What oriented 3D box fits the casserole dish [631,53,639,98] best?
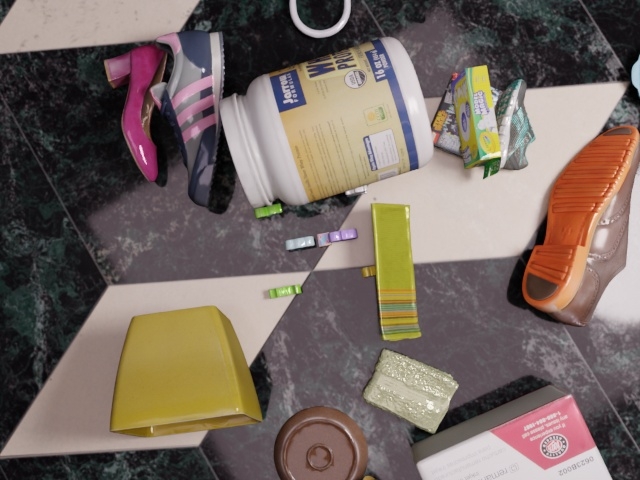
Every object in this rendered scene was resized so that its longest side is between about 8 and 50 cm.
[{"bbox_3d":[0.638,-0.286,1.413,0.188,0.037,0.114,1,86,3],"label":"casserole dish"}]

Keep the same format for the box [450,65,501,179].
[{"bbox_3d":[0.265,-0.195,1.365,0.043,0.105,0.179,-11,87,-5],"label":"box"}]

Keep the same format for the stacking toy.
[{"bbox_3d":[0.000,0.000,1.423,0.221,0.052,0.167,-13,86,3],"label":"stacking toy"}]

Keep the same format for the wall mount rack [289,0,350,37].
[{"bbox_3d":[0.045,-0.546,1.416,0.304,0.130,0.350,-1,87,3],"label":"wall mount rack"}]

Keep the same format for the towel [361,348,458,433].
[{"bbox_3d":[0.157,0.262,1.410,0.148,0.027,0.110,25,87,4],"label":"towel"}]

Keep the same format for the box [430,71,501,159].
[{"bbox_3d":[0.253,-0.220,1.434,0.094,0.027,0.137,22,88,5],"label":"box"}]

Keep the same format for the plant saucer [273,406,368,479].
[{"bbox_3d":[0.000,0.379,1.411,0.168,0.029,0.168,0,87,3],"label":"plant saucer"}]

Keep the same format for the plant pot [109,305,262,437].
[{"bbox_3d":[-0.225,0.221,1.356,0.212,0.212,0.187,-8,72,3],"label":"plant pot"}]

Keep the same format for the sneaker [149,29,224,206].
[{"bbox_3d":[-0.237,-0.216,1.417,0.131,0.112,0.319,2,79,-8],"label":"sneaker"}]

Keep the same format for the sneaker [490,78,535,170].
[{"bbox_3d":[0.346,-0.199,1.420,0.076,0.065,0.166,13,90,-12],"label":"sneaker"}]

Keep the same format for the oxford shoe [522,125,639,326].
[{"bbox_3d":[0.471,-0.026,1.384,0.132,0.130,0.364,32,81,-28],"label":"oxford shoe"}]

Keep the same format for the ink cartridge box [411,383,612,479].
[{"bbox_3d":[0.355,0.472,1.318,0.279,0.160,0.385,-25,85,1],"label":"ink cartridge box"}]

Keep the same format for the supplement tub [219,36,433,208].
[{"bbox_3d":[0.009,-0.190,1.346,0.316,0.228,0.228,-17,86,2],"label":"supplement tub"}]

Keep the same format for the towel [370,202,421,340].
[{"bbox_3d":[0.131,0.053,1.392,0.021,0.102,0.237,-8,84,41],"label":"towel"}]

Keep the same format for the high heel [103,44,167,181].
[{"bbox_3d":[-0.302,-0.232,1.448,0.117,0.082,0.244,-17,80,-4],"label":"high heel"}]

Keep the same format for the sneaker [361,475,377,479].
[{"bbox_3d":[0.108,0.497,1.384,0.084,0.069,0.185,-40,86,19],"label":"sneaker"}]
